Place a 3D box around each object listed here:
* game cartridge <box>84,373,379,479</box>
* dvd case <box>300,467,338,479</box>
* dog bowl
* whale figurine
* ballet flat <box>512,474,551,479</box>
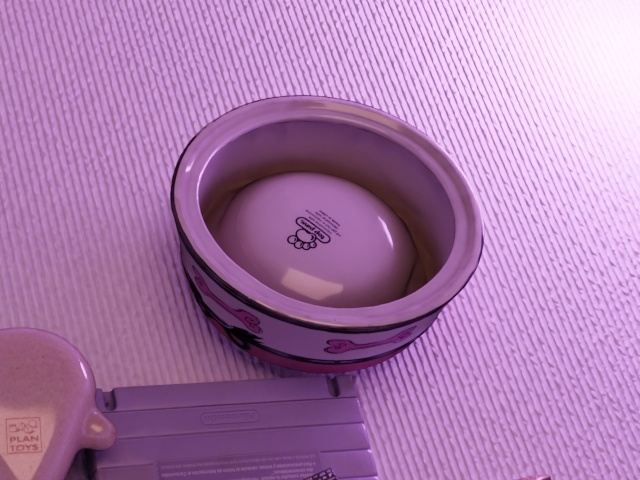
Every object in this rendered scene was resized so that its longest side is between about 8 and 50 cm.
[{"bbox_3d":[-0.106,0.281,1.914,0.355,0.068,0.230,-1,60,-20],"label":"game cartridge"},{"bbox_3d":[0.006,0.336,1.870,0.087,0.013,0.119,-20,64,-30],"label":"dvd case"},{"bbox_3d":[0.000,0.000,2.062,0.408,0.150,0.408,7,48,-8],"label":"dog bowl"},{"bbox_3d":[-0.344,0.238,1.809,0.216,0.141,0.272,-2,61,-16],"label":"whale figurine"},{"bbox_3d":[0.208,0.345,1.952,0.067,0.073,0.206,32,50,27],"label":"ballet flat"}]
